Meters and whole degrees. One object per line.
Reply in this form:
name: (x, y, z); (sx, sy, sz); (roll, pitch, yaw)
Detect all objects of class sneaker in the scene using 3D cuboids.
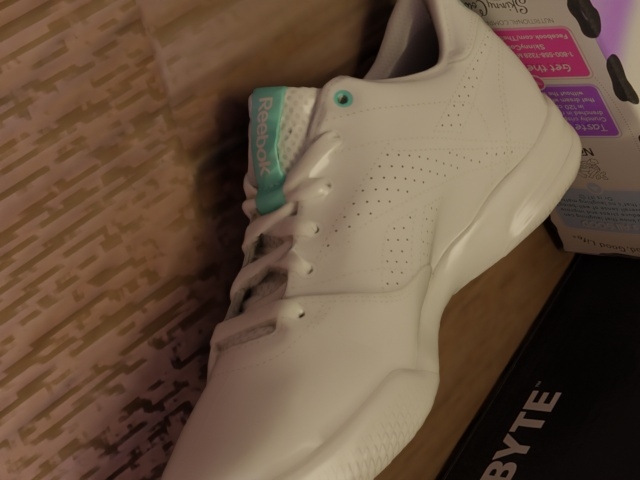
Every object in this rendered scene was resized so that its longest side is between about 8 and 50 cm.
sneaker: (0.000, 0.000, 0.540); (0.094, 0.080, 0.212); (55, 47, -22)

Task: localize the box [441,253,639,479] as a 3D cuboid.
box: (0.201, 0.065, 0.598); (0.295, 0.293, 0.073); (-52, 131, -30)

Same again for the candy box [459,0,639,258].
candy box: (0.113, -0.116, 0.645); (0.165, 0.070, 0.196); (-57, 131, -28)
